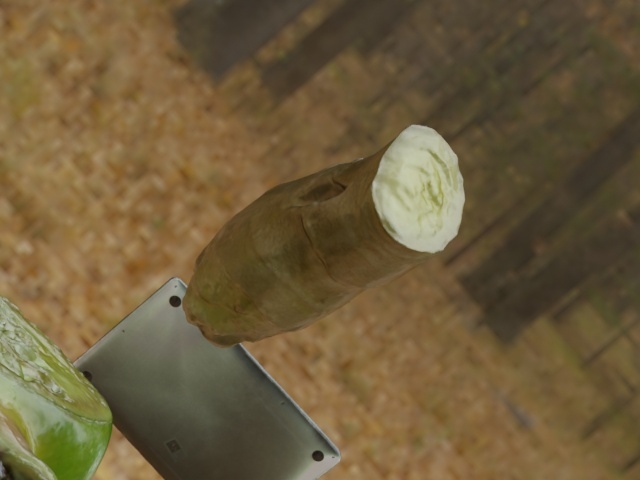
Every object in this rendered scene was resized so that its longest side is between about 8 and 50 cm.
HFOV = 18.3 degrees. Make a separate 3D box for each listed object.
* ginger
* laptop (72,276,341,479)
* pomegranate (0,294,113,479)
[{"bbox_3d":[0.000,0.000,1.486,0.116,0.263,0.109,3,68,-41],"label":"ginger"},{"bbox_3d":[-0.126,0.187,2.135,0.269,0.187,0.015,48,26,-5],"label":"laptop"},{"bbox_3d":[-0.287,0.128,1.284,0.310,0.216,0.358,41,6,-42],"label":"pomegranate"}]
